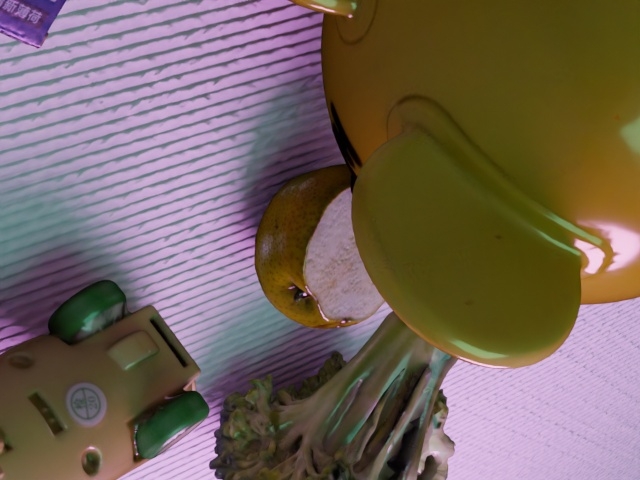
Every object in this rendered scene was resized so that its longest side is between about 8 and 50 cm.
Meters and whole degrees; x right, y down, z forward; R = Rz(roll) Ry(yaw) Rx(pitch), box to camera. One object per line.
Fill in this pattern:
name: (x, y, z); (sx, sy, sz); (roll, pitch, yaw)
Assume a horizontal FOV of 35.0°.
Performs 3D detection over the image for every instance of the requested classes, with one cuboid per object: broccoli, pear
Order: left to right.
pear: (0.000, 0.000, 0.840); (0.141, 0.104, 0.141); (-18, 116, -44)
broccoli: (0.050, 0.186, 0.946); (0.263, 0.247, 0.243); (23, 103, -27)

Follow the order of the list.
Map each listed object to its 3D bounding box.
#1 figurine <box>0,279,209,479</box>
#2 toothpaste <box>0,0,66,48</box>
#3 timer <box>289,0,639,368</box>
figurine: (-0.218, 0.153, 0.722); (0.324, 0.124, 0.222); (-31, 172, -48)
toothpaste: (-0.252, -0.188, 0.465); (0.320, 0.066, 0.076); (19, 111, -50)
timer: (0.130, -0.118, 0.661); (0.387, 0.376, 0.376); (-14, 133, -33)
